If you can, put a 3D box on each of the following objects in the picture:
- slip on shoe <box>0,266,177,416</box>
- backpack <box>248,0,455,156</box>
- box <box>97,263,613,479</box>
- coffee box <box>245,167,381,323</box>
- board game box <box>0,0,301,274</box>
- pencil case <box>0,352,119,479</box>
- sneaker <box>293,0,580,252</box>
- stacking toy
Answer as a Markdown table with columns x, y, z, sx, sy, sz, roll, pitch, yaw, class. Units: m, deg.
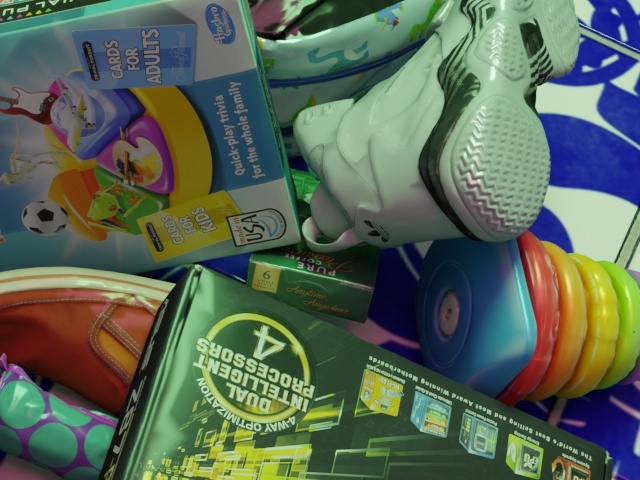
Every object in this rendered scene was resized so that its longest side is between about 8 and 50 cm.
| x | y | z | sx | sy | sz | roll | pitch | yaw | class |
| --- | --- | --- | --- | --- | --- | --- | --- | --- | --- |
| -0.173 | 0.094 | 1.060 | 0.331 | 0.123 | 0.101 | 8 | 60 | -10 | slip on shoe |
| -0.014 | -0.239 | 1.242 | 0.290 | 0.273 | 0.355 | 40 | 39 | 16 | backpack |
| 0.023 | 0.237 | 0.947 | 0.394 | 0.097 | 0.318 | 26 | 55 | -14 | box |
| 0.000 | 0.000 | 1.151 | 0.113 | 0.040 | 0.184 | 13 | 30 | -1 | coffee box |
| -0.204 | -0.081 | 1.025 | 0.336 | 0.254 | 0.079 | -11 | 41 | 3 | board game box |
| -0.203 | 0.154 | 1.017 | 0.151 | 0.064 | 0.070 | 27 | 98 | -16 | pencil case |
| 0.098 | -0.135 | 1.113 | 0.210 | 0.137 | 0.366 | -14 | 42 | 34 | sneaker |
| 0.247 | 0.077 | 1.135 | 0.301 | 0.175 | 0.166 | 6 | 54 | -20 | stacking toy |
